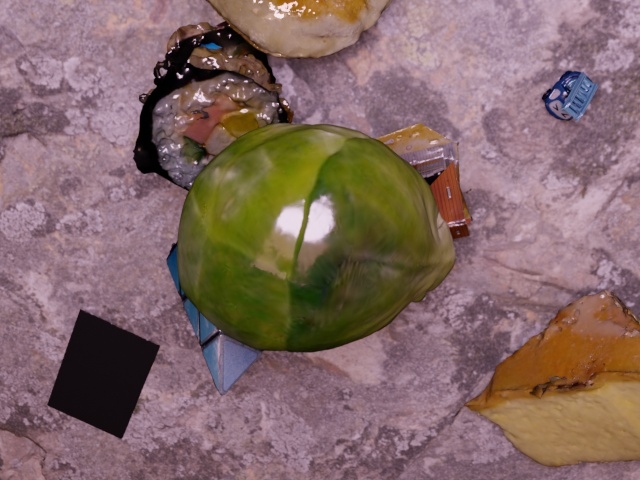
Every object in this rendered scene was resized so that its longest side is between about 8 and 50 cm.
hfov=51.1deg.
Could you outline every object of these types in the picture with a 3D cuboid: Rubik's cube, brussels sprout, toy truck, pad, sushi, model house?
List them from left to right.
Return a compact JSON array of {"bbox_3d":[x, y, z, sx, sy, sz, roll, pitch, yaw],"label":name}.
[{"bbox_3d":[-0.427,0.264,1.304,0.170,0.006,0.246,25,112,-3],"label":"pad"},{"bbox_3d":[-0.150,-0.196,0.976,0.224,0.219,0.239,6,144,-17],"label":"sushi"},{"bbox_3d":[-0.134,0.056,1.066,0.228,0.229,0.233,-43,92,13],"label":"Rubik's cube"},{"bbox_3d":[0.003,-0.002,0.860,0.354,0.281,0.290,4,105,-32],"label":"brussels sprout"},{"bbox_3d":[0.119,-0.054,1.036,0.219,0.136,0.208,-12,110,12],"label":"model house"},{"bbox_3d":[0.365,-0.205,0.968,0.056,0.090,0.073,37,112,-6],"label":"toy truck"}]

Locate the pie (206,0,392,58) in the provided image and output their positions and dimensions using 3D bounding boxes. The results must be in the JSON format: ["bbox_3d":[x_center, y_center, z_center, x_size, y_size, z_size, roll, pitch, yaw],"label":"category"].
[{"bbox_3d":[-0.030,-0.399,0.892,0.314,0.092,0.316,2,79,-10],"label":"pie"}]

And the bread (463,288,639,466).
[{"bbox_3d":[0.439,0.273,1.053,0.248,0.279,0.315,40,99,-15],"label":"bread"}]
